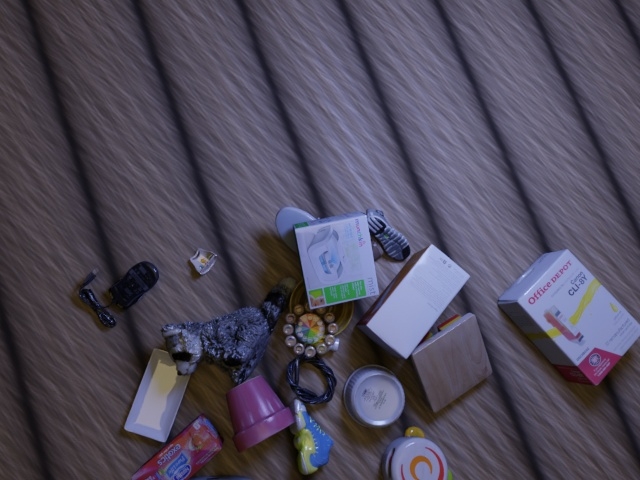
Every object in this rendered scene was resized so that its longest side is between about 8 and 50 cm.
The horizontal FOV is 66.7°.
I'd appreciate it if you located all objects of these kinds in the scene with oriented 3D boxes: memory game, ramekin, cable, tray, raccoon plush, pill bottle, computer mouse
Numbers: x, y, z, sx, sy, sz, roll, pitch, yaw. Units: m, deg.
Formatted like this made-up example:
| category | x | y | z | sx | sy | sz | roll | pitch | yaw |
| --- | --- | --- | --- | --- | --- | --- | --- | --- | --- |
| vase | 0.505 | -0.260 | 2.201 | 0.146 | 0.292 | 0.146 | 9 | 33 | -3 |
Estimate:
| category | x | y | z | sx | sy | sz | roll | pitch | yaw |
| --- | --- | --- | --- | --- | --- | --- | --- | --- | --- |
| memory game | -0.033 | 0.292 | 1.603 | 0.185 | 0.012 | 0.187 | 0 | 83 | -4 |
| ramekin | 0.183 | 0.524 | 1.624 | 0.206 | 0.109 | 0.208 | 1 | 81 | -5 |
| cable | -0.028 | 0.466 | 1.621 | 0.150 | 0.047 | 0.185 | -34 | 86 | -36 |
| tray | -0.525 | 0.505 | 1.599 | 0.145 | 0.030 | 0.271 | 19 | 79 | -3 |
| raccoon plush | -0.309 | 0.269 | 1.626 | 0.298 | 0.216 | 0.446 | 25 | 49 | 13 |
| pill bottle | 0.002 | 0.344 | 1.660 | 0.116 | 0.065 | 0.065 | 13 | 79 | -3 |
| computer mouse | -0.675 | 0.144 | 1.635 | 0.184 | 0.060 | 0.262 | 44 | 91 | -1 |

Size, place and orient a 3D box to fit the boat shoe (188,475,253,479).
| category | x | y | z | sx | sy | sz | roll | pitch | yaw |
| --- | --- | --- | --- | --- | --- | --- | --- | --- | --- |
| boat shoe | -0.321 | 0.794 | 1.549 | 0.219 | 0.078 | 0.070 | -1 | 79 | 2 |

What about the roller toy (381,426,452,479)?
| category | x | y | z | sx | sy | sz | roll | pitch | yaw |
| --- | --- | --- | --- | --- | --- | --- | --- | --- | --- |
| roller toy | 0.300 | 0.737 | 1.580 | 0.191 | 0.146 | 0.210 | -26 | 78 | -18 |

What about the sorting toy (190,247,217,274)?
| category | x | y | z | sx | sy | sz | roll | pitch | yaw |
| --- | --- | --- | --- | --- | --- | --- | --- | --- | --- |
| sorting toy | -0.409 | 0.067 | 1.682 | 0.075 | 0.045 | 0.083 | 35 | 79 | 9 |

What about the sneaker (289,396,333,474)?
| category | x | y | z | sx | sy | sz | roll | pitch | yaw |
| --- | --- | --- | --- | --- | --- | --- | --- | --- | --- |
| sneaker | -0.029 | 0.635 | 1.608 | 0.126 | 0.091 | 0.241 | -3 | 80 | -25 |

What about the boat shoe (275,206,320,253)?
| category | x | y | z | sx | sy | sz | roll | pitch | yaw |
| --- | --- | --- | --- | --- | --- | --- | --- | --- | --- |
| boat shoe | 0.006 | -0.006 | 1.686 | 0.366 | 0.156 | 0.136 | 32 | 107 | -11 |

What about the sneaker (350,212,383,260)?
| category | x | y | z | sx | sy | sz | roll | pitch | yaw |
| --- | --- | --- | --- | --- | --- | --- | --- | --- | --- |
| sneaker | 0.147 | -0.010 | 1.735 | 0.071 | 0.066 | 0.189 | -35 | 85 | -9 |

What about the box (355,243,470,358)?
| category | x | y | z | sx | sy | sz | roll | pitch | yaw |
| --- | --- | --- | --- | --- | --- | --- | --- | --- | --- |
| box | 0.303 | 0.207 | 1.637 | 0.168 | 0.215 | 0.345 | 40 | 78 | 3 |

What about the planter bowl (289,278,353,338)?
| category | x | y | z | sx | sy | sz | roll | pitch | yaw |
| --- | --- | --- | --- | --- | --- | --- | --- | --- | --- |
| planter bowl | 0.001 | 0.223 | 1.667 | 0.216 | 0.090 | 0.218 | 1 | 83 | -5 |

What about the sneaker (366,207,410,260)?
| category | x | y | z | sx | sy | sz | roll | pitch | yaw |
| --- | --- | --- | --- | --- | --- | --- | --- | --- | --- |
| sneaker | 0.239 | -0.037 | 1.741 | 0.086 | 0.132 | 0.229 | -34 | 120 | 18 |

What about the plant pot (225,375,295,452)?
| category | x | y | z | sx | sy | sz | roll | pitch | yaw |
| --- | --- | --- | --- | --- | --- | --- | --- | --- | --- |
| plant pot | -0.206 | 0.540 | 1.545 | 0.201 | 0.201 | 0.180 | -26 | 74 | -9 |

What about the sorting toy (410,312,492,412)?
| category | x | y | z | sx | sy | sz | roll | pitch | yaw |
| --- | --- | --- | --- | --- | --- | --- | --- | --- | --- |
| sorting toy | 0.424 | 0.398 | 1.639 | 0.255 | 0.089 | 0.257 | -29 | 113 | -14 |

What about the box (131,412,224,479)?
| category | x | y | z | sx | sy | sz | roll | pitch | yaw |
| --- | --- | --- | --- | --- | --- | --- | --- | --- | --- |
| box | -0.440 | 0.682 | 1.526 | 0.256 | 0.128 | 0.123 | -40 | 86 | -11 |

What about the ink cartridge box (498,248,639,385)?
| category | x | y | z | sx | sy | sz | roll | pitch | yaw |
| --- | --- | --- | --- | --- | --- | --- | --- | --- | --- |
| ink cartridge box | 0.869 | 0.265 | 1.708 | 0.279 | 0.160 | 0.385 | -42 | 86 | -11 |

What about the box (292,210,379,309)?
| category | x | y | z | sx | sy | sz | roll | pitch | yaw |
| --- | --- | --- | --- | --- | --- | --- | --- | --- | --- |
| box | 0.048 | 0.059 | 1.553 | 0.230 | 0.127 | 0.262 | -10 | 100 | -4 |
